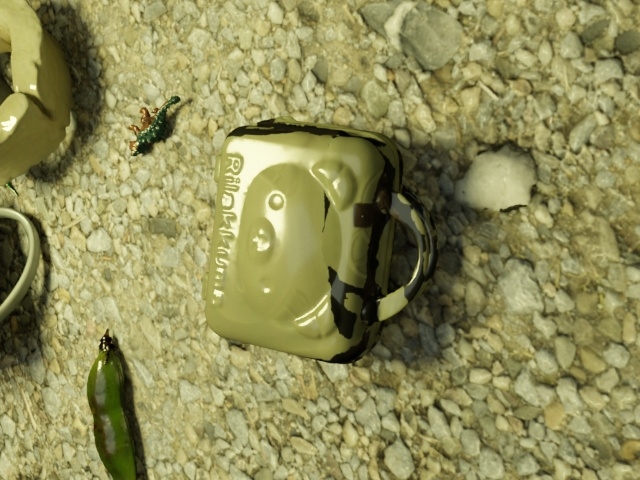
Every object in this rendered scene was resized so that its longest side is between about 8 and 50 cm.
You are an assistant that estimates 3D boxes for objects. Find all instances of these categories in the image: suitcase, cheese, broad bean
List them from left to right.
[{"bbox_3d":[-0.612,-0.273,1.263,0.292,0.153,0.332,-18,76,0],"label":"cheese"},{"bbox_3d":[-0.397,0.337,1.309,0.077,0.061,0.338,-9,89,15],"label":"broad bean"},{"bbox_3d":[0.000,0.000,1.017,0.339,0.194,0.351,10,98,23],"label":"suitcase"}]

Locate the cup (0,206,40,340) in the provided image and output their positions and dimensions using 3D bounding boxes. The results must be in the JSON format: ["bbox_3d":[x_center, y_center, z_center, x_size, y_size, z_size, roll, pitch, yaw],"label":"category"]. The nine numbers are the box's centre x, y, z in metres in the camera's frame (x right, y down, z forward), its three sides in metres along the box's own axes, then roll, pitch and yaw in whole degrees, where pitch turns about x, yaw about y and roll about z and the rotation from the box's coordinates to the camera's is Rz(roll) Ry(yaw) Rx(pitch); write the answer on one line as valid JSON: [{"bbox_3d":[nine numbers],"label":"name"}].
[{"bbox_3d":[-0.712,0.078,1.348,0.323,0.237,0.326,-7,74,-9],"label":"cup"}]

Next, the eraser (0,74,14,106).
[{"bbox_3d":[-0.704,-0.297,1.413,0.111,0.077,0.352,-44,74,23],"label":"eraser"}]

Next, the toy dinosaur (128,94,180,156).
[{"bbox_3d":[-0.299,-0.205,1.232,0.154,0.049,0.055,-42,72,28],"label":"toy dinosaur"}]

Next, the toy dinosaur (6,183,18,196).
[{"bbox_3d":[-0.660,-0.140,1.433,0.060,0.029,0.119,-46,75,4],"label":"toy dinosaur"}]
